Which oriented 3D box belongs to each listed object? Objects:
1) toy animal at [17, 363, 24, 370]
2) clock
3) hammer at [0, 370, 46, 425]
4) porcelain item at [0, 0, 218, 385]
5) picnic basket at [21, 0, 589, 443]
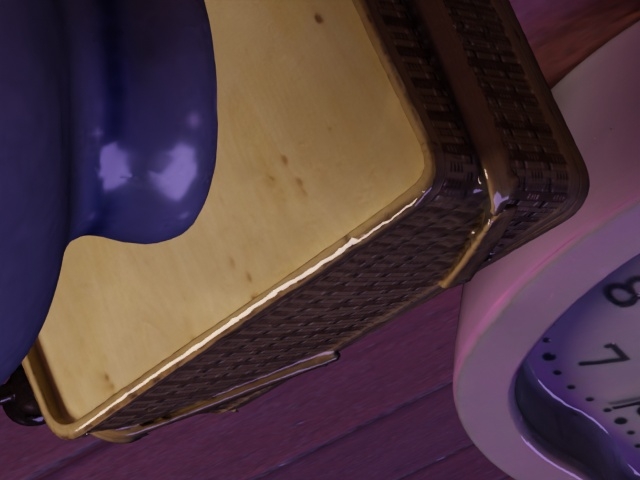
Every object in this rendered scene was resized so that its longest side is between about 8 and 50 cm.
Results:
[{"bbox_3d":[-0.121,0.028,0.705,0.108,0.062,0.220,-33,175,-43],"label":"toy animal"},{"bbox_3d":[0.226,0.029,0.788,0.338,0.102,0.338,5,142,4],"label":"clock"},{"bbox_3d":[-0.245,0.094,0.805,0.292,0.029,0.058,-14,162,-23],"label":"hammer"},{"bbox_3d":[-0.148,-0.020,0.332,0.259,0.141,0.141,-7,160,-23],"label":"porcelain item"},{"bbox_3d":[-0.019,-0.025,0.526,0.164,0.115,0.079,-32,161,31],"label":"picnic basket"}]
